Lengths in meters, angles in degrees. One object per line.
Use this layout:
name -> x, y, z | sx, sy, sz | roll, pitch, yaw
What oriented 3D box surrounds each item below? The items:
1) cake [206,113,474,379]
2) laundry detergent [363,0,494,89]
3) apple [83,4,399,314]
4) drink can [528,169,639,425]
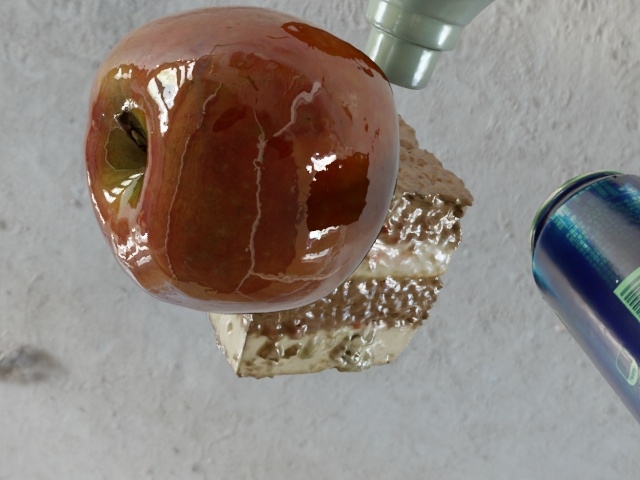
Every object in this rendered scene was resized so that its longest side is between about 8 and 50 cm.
cake -> 0.000, 0.000, 1.175 | 0.255, 0.282, 0.290 | 1, 121, -26
laundry detergent -> 0.115, -0.329, 0.791 | 0.263, 0.124, 0.398 | 26, 111, 13
apple -> -0.051, -0.057, 0.683 | 0.229, 0.230, 0.230 | 11, 129, 14
drink can -> 0.218, 0.041, 0.607 | 0.118, 0.205, 0.118 | -7, 124, -11
